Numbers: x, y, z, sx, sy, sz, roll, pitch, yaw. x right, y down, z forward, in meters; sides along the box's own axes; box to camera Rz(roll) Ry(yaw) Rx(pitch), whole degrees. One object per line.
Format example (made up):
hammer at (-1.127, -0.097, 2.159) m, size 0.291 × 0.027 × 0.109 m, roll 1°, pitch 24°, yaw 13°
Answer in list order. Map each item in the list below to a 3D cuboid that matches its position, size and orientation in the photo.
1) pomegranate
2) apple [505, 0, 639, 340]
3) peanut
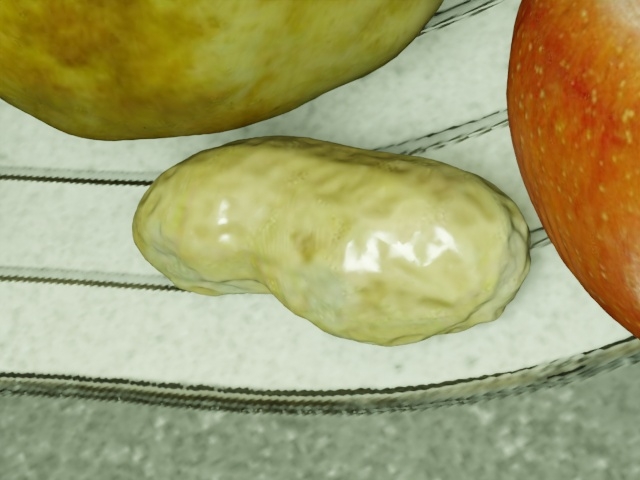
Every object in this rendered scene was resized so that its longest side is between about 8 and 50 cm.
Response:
pomegranate at (-0.075, -0.206, 0.807) m, size 0.332 × 0.332 × 0.332 m, roll -8°, pitch 55°, yaw 11°
apple at (0.173, -0.055, 0.706) m, size 0.235 × 0.173 × 0.210 m, roll 6°, pitch 56°, yaw 43°
peanut at (0.000, 0.000, 0.801) m, size 0.174 × 0.080 × 0.080 m, roll 9°, pitch 59°, yaw 25°
